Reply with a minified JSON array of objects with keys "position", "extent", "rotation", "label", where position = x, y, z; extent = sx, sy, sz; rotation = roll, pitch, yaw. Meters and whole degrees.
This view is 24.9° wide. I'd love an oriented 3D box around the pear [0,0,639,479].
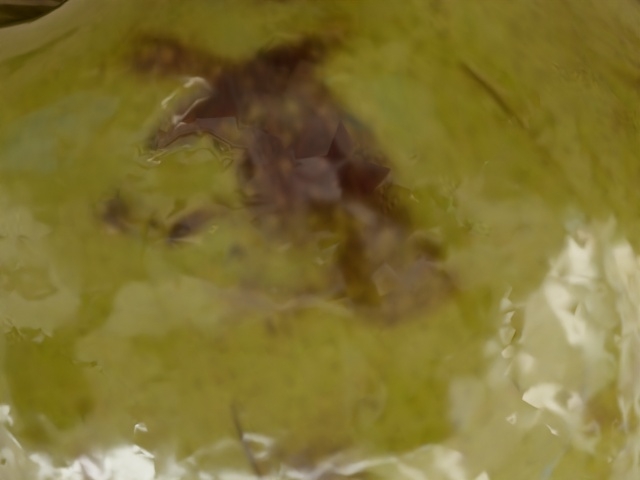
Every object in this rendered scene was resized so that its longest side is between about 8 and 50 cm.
[{"position":[0.000,0.000,0.437],"extent":[0.283,0.284,0.283],"rotation":[-2,154,-1],"label":"pear"}]
